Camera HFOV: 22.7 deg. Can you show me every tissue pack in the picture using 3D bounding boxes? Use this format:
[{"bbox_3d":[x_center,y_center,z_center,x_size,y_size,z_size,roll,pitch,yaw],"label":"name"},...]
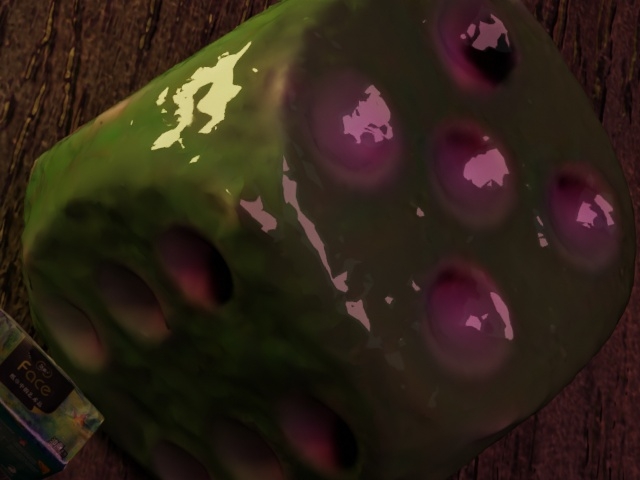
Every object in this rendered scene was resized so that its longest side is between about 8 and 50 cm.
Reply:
[{"bbox_3d":[-0.209,0.102,1.088,0.111,0.085,0.079,48,50,-13],"label":"tissue pack"}]

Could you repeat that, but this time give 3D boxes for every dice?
[{"bbox_3d":[0.000,0.000,1.132,0.330,0.322,0.318,-38,98,-38],"label":"dice"}]
